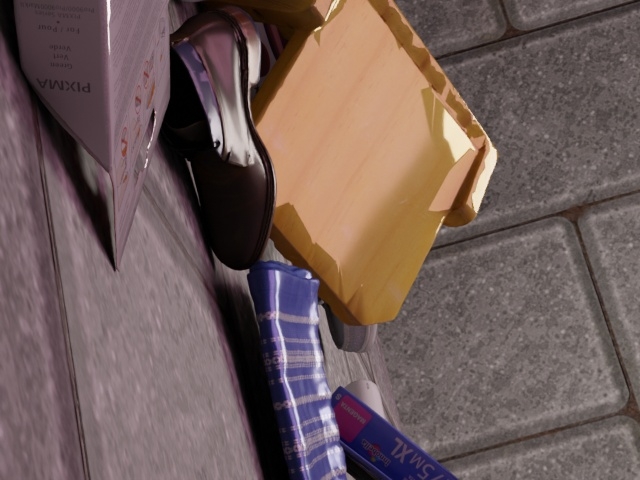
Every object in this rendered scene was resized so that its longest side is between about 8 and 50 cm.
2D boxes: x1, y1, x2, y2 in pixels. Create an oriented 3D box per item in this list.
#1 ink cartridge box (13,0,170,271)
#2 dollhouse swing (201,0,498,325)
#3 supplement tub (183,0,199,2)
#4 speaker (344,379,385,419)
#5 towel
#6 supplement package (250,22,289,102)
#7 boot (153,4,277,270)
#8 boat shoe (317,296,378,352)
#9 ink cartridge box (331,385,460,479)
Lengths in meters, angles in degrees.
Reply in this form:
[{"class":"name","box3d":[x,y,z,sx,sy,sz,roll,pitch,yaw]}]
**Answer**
[{"class":"ink cartridge box","box3d":[-0.125,-0.124,0.861,0.181,0.056,0.224,-81,178,-48]},{"class":"dollhouse swing","box3d":[-0.019,-0.115,1.691,0.315,0.305,0.347,19,-25,51]},{"class":"supplement tub","box3d":[-0.100,-0.345,1.465,0.144,0.144,0.199,-68,142,-83]},{"class":"speaker","box3d":[0.062,0.249,1.987,0.136,0.055,0.055,-100,173,-54]},{"class":"towel","box3d":[0.000,0.183,1.310,0.243,0.040,0.336,34,44,-82]},{"class":"supplement package","box3d":[-0.019,-0.284,1.953,0.149,0.194,0.203,-98,171,-66]},{"class":"boot","box3d":[-0.096,-0.073,1.200,0.106,0.082,0.219,-27,115,-59]},{"class":"boat shoe","box3d":[0.001,-0.001,1.951,0.118,0.103,0.320,-147,-136,-67]},{"class":"ink cartridge box","box3d":[0.088,0.261,1.664,0.186,0.065,0.311,37,-8,21]}]
